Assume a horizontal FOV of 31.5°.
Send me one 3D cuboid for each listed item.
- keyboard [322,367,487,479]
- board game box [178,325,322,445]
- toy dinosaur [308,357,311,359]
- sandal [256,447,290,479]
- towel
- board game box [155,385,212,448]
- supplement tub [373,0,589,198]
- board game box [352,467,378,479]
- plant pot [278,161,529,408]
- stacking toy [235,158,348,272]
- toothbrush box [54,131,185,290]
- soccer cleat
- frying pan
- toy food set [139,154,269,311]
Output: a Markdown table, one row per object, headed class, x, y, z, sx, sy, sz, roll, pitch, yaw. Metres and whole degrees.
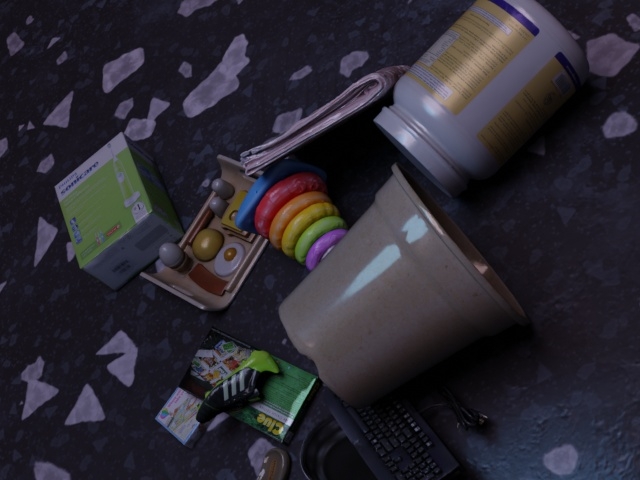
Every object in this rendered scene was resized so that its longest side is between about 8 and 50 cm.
| class | x | y | z | sx | sy | sz | roll | pitch | yaw |
| --- | --- | --- | --- | --- | --- | --- | --- | --- | --- |
| keyboard | 0.142 | 0.286 | 1.851 | 0.202 | 0.033 | 0.317 | -28 | 35 | -10 |
| board game box | -0.132 | 0.264 | 2.086 | 0.260 | 0.030 | 0.136 | 23 | 75 | 33 |
| toy dinosaur | 0.007 | 0.173 | 2.055 | 0.093 | 0.053 | 0.183 | -33 | 48 | 16 |
| sandal | -0.096 | 0.441 | 1.960 | 0.072 | 0.049 | 0.180 | -8 | 58 | 31 |
| towel | 0.019 | -0.239 | 2.160 | 0.317 | 0.332 | 0.053 | -29 | 94 | 17 |
| board game box | -0.235 | 0.306 | 2.161 | 0.103 | 0.026 | 0.154 | 31 | 83 | 43 |
| supplement tub | 0.281 | -0.260 | 2.003 | 0.331 | 0.241 | 0.241 | -45 | 47 | 3 |
| board game box | 0.066 | 0.484 | 1.827 | 0.136 | 0.035 | 0.201 | 17 | 73 | 41 |
| plant pot | 0.115 | 0.099 | 1.835 | 0.305 | 0.334 | 0.334 | -41 | 47 | 9 |
| stacking toy | 0.000 | 0.000 | 2.118 | 0.175 | 0.166 | 0.302 | -53 | 56 | 16 |
| toothbrush box | -0.442 | -0.066 | 2.476 | 0.206 | 0.122 | 0.283 | -38 | 48 | 10 |
| soccer cleat | -0.149 | 0.274 | 2.040 | 0.179 | 0.060 | 0.072 | -44 | 68 | 0 |
| frying pan | 0.122 | 0.354 | 1.836 | 0.326 | 0.053 | 0.197 | 6 | 40 | 27 |
| toy food set | -0.217 | -0.019 | 2.307 | 0.220 | 0.092 | 0.306 | 23 | 78 | 42 |
